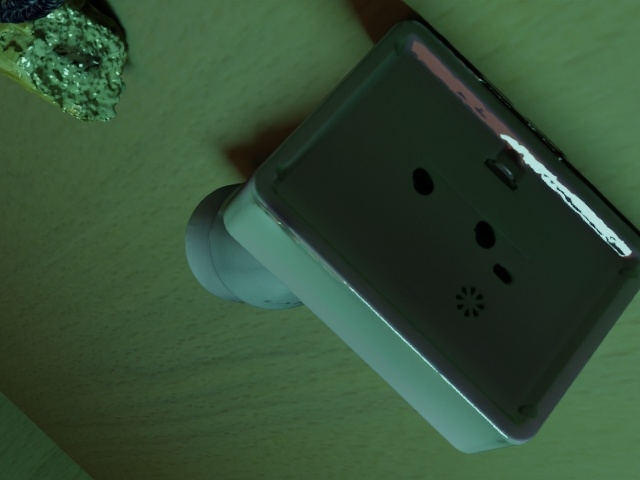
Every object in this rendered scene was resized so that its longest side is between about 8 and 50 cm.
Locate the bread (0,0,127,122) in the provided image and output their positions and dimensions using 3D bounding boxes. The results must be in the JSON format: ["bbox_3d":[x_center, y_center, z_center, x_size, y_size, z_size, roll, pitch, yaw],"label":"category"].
[{"bbox_3d":[-0.202,-0.149,0.976,0.106,0.082,0.125,37,-178,27],"label":"bread"}]

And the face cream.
[{"bbox_3d":[0.000,0.000,0.884,0.274,0.154,0.096,-1,94,64],"label":"face cream"}]

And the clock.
[{"bbox_3d":[0.066,-0.002,0.724,0.197,0.150,0.063,43,154,-4],"label":"clock"}]

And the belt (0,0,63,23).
[{"bbox_3d":[-0.241,-0.254,0.814,0.260,0.122,0.325,46,161,-27],"label":"belt"}]
